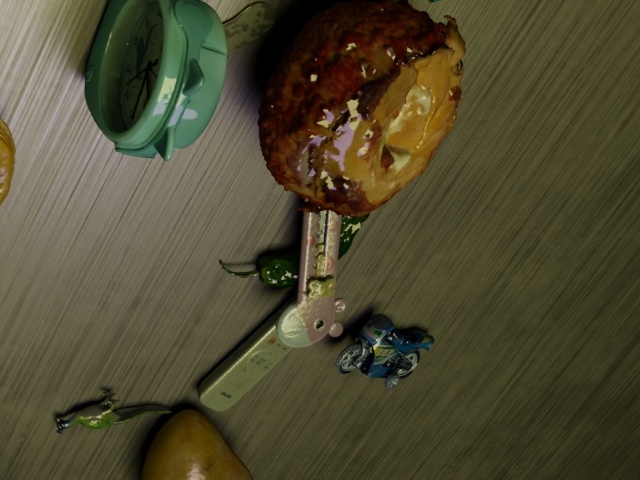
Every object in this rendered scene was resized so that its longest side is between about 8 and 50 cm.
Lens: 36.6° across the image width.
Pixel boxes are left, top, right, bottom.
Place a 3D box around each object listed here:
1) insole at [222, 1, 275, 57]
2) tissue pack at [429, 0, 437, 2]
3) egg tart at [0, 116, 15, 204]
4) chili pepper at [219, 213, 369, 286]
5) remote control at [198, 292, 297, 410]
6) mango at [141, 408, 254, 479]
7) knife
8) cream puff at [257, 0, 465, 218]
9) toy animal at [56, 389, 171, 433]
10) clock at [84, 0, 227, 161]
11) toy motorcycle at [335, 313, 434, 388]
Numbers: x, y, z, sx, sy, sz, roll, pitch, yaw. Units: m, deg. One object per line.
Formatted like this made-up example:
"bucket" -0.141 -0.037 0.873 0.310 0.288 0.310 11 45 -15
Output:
"insole" -0.149 -0.276 1.377 0.193 0.006 0.065 -34 136 -2
"tissue pack" 0.229 -0.415 1.478 0.138 0.028 0.085 -17 134 -14
"egg tart" -0.529 -0.096 1.208 0.295 0.116 0.295 -29 143 -25
"chili pepper" -0.025 0.024 1.672 0.279 0.065 0.122 -29 123 -10
"remote control" -0.102 0.199 1.791 0.309 0.038 0.090 -43 136 7
"mango" -0.231 0.493 1.859 0.221 0.199 0.384 -12 120 -13
"knife" 0.000 0.000 1.613 0.132 0.038 0.399 -5 112 -26
"cream puff" 0.044 -0.196 1.403 0.350 0.228 0.350 -40 150 -30
"toy animal" -0.358 0.298 1.718 0.217 0.041 0.075 -6 130 -33
"clock" -0.200 -0.212 1.208 0.094 0.274 0.223 8 124 -37
"toy motorcycle" 0.133 0.212 1.913 0.254 0.092 0.135 14 109 -49
